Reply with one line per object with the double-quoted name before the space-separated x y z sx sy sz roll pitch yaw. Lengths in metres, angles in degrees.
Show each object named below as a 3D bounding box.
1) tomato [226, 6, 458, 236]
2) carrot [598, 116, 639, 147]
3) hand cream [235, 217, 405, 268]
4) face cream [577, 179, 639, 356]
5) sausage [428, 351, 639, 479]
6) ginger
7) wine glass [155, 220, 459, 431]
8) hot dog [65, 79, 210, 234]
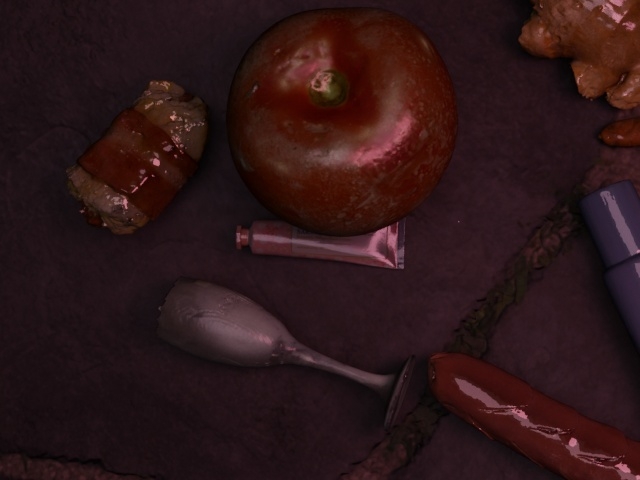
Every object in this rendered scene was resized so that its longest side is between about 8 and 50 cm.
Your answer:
"tomato" 0.028 -0.133 1.345 0.270 0.222 0.270 -6 65 12
"carrot" 0.436 -0.130 1.362 0.210 0.061 0.061 -2 86 13
"hand cream" 0.000 0.000 1.432 0.210 0.043 0.067 1 82 4
"face cream" 0.406 0.114 1.327 0.086 0.136 0.385 -32 77 45
"sausage" 0.314 0.247 1.343 0.433 0.088 0.088 27 91 11
"ginger" 0.319 -0.262 1.364 0.216 0.102 0.157 32 119 5
"wine glass" -0.017 0.053 1.400 0.309 0.096 0.264 20 92 11
"hot dog" -0.221 -0.101 1.448 0.213 0.103 0.146 -43 60 -5
